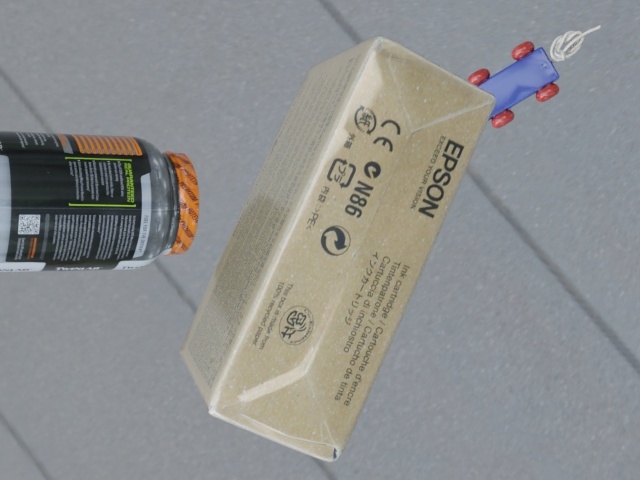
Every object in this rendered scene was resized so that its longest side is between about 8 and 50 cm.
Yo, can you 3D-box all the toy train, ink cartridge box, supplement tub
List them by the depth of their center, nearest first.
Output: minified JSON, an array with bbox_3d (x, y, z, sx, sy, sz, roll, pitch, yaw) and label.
[{"bbox_3d":[0.000,0.000,0.654,0.088,0.193,0.235,24,89,-12],"label":"ink cartridge box"},{"bbox_3d":[-0.207,-0.032,0.856,0.117,0.190,0.117,-1,88,62],"label":"supplement tub"},{"bbox_3d":[0.382,-0.292,1.766,0.248,0.143,0.105,-31,86,16],"label":"toy train"}]
